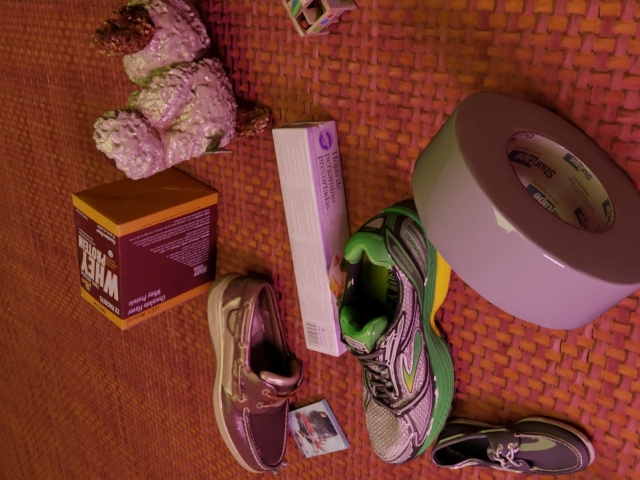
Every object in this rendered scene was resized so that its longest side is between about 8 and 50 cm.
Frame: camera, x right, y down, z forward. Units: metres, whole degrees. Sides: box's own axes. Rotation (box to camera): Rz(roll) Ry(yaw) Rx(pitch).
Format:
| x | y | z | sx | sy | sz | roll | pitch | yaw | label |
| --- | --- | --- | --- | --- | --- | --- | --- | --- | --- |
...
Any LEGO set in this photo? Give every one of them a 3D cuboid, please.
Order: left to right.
| x | y | z | sx | sy | sz | roll | pitch | yaw | label |
| --- | --- | --- | --- | --- | --- | --- | --- | --- | --- |
| -0.088 | 0.395 | 1.167 | 0.054 | 0.023 | 0.083 | -19 | 94 | 46 | LEGO set |

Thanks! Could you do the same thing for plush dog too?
| x | y | z | sx | sy | sz | roll | pitch | yaw | label |
| --- | --- | --- | --- | --- | --- | --- | --- | --- | --- |
| -0.200 | -0.234 | 0.886 | 0.211 | 0.262 | 0.225 | -13 | 112 | 12 | plush dog |

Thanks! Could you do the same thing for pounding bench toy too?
| x | y | z | sx | sy | sz | roll | pitch | yaw | label |
| --- | --- | --- | --- | --- | --- | --- | --- | --- | --- |
| -0.014 | -0.278 | 0.758 | 0.065 | 0.083 | 0.052 | -30 | 87 | 46 | pounding bench toy |

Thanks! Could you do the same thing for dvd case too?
| x | y | z | sx | sy | sz | roll | pitch | yaw | label |
| --- | --- | --- | --- | --- | --- | --- | --- | --- | --- |
| -0.010 | 0.314 | 1.065 | 0.119 | 0.013 | 0.087 | -32 | 84 | 48 | dvd case |

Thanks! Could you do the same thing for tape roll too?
| x | y | z | sx | sy | sz | roll | pitch | yaw | label |
| --- | --- | --- | --- | --- | --- | --- | --- | --- | --- |
| 0.192 | -0.032 | 0.573 | 0.219 | 0.219 | 0.072 | 50 | 134 | 15 | tape roll |

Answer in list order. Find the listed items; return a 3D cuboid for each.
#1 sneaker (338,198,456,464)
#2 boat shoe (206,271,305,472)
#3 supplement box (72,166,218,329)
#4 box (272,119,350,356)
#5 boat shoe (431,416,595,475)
| x | y | z | sx | sy | sz | roll | pitch | yaw | label |
| --- | --- | --- | --- | --- | --- | --- | --- | --- | --- |
| 0.076 | 0.128 | 0.797 | 0.134 | 0.146 | 0.343 | 11 | 112 | 43 | sneaker |
| -0.092 | 0.221 | 1.030 | 0.123 | 0.123 | 0.341 | 1 | 100 | 41 | boat shoe |
| -0.287 | 0.007 | 1.065 | 0.129 | 0.191 | 0.194 | 29 | 126 | 32 | supplement box |
| 0.000 | 0.000 | 0.882 | 0.067 | 0.063 | 0.324 | 5 | 111 | 41 | box |
| 0.226 | 0.261 | 0.780 | 0.206 | 0.065 | 0.075 | -12 | 100 | 46 | boat shoe |
